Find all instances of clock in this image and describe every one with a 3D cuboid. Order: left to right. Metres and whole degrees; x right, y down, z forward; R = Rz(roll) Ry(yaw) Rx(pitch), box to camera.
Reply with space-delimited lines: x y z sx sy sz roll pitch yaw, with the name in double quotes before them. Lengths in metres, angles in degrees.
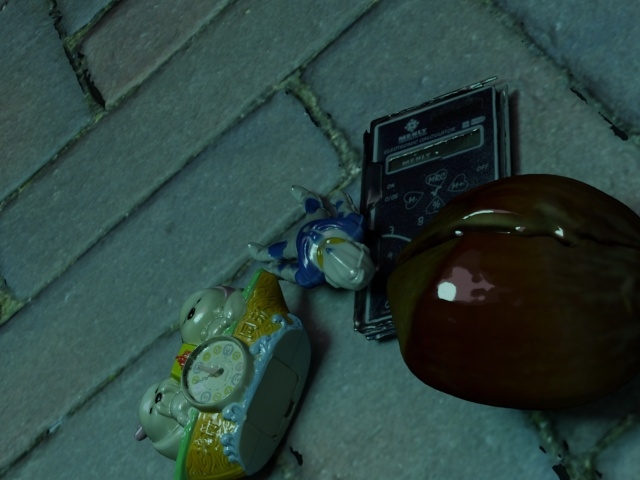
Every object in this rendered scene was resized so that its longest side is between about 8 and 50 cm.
"clock" -0.094 0.129 1.202 0.144 0.103 0.231 10 65 35

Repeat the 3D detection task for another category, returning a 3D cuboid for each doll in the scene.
"doll" 0.000 0.000 1.236 0.114 0.057 0.227 -47 27 -6

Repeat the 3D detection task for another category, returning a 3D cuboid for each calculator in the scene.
"calculator" 0.109 -0.035 1.220 0.166 0.028 0.274 -19 47 28

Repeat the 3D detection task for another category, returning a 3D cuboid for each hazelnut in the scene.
"hazelnut" 0.167 0.036 1.001 0.181 0.181 0.212 -29 31 41
